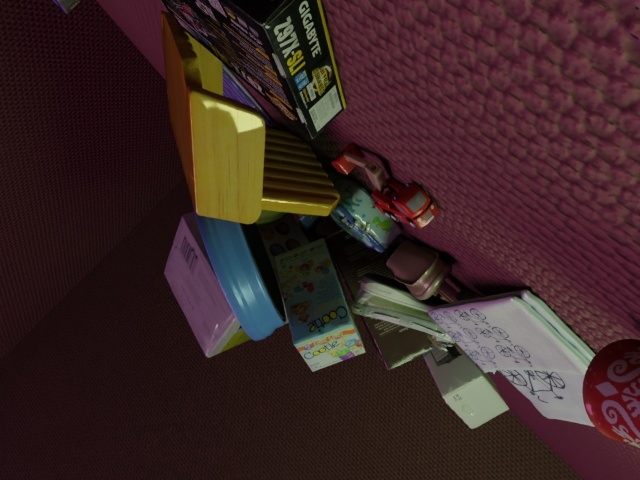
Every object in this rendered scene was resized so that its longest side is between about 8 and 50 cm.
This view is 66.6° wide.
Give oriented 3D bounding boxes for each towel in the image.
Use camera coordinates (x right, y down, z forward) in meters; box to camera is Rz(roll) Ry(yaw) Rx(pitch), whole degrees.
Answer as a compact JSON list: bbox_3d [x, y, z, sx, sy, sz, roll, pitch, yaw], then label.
[{"bbox_3d":[-0.263,-0.413,1.320,0.243,0.040,0.336,45,177,-30],"label":"towel"}]

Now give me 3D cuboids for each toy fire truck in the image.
[{"bbox_3d":[0.101,-0.094,0.806,0.135,0.047,0.192,47,175,-23],"label":"toy fire truck"}]

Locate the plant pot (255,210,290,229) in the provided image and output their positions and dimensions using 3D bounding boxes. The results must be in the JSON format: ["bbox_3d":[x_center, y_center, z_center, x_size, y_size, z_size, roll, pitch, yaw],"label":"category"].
[{"bbox_3d":[-0.143,-0.171,1.295,0.276,0.276,0.254,45,165,-14],"label":"plant pot"}]

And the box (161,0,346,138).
[{"bbox_3d":[-0.120,-0.302,0.627,0.322,0.079,0.257,43,179,17],"label":"box"}]

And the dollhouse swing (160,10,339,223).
[{"bbox_3d":[-0.119,-0.236,0.933,0.346,0.305,0.315,-117,27,-44],"label":"dollhouse swing"}]

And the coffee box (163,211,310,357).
[{"bbox_3d":[-0.240,0.102,1.514,0.337,0.334,0.338,58,142,18],"label":"coffee box"}]

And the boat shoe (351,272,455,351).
[{"bbox_3d":[0.229,0.177,1.096,0.321,0.103,0.118,23,-170,7],"label":"boat shoe"}]

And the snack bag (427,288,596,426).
[{"bbox_3d":[0.382,0.227,0.873,0.342,0.037,0.323,44,162,-1],"label":"snack bag"}]

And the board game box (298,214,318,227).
[{"bbox_3d":[-0.004,-0.089,1.406,0.035,0.136,0.201,44,176,0],"label":"board game box"}]

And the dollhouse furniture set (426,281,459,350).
[{"bbox_3d":[0.294,0.180,1.251,0.144,0.123,0.151,43,177,24],"label":"dollhouse furniture set"}]

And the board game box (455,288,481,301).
[{"bbox_3d":[0.375,0.176,1.068,0.154,0.026,0.103,45,177,-12],"label":"board game box"}]

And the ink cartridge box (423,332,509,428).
[{"bbox_3d":[0.401,0.360,1.446,0.226,0.131,0.306,47,-166,-35],"label":"ink cartridge box"}]

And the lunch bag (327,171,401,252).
[{"bbox_3d":[0.081,-0.063,1.125,0.176,0.090,0.219,43,179,-26],"label":"lunch bag"}]

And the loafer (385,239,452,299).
[{"bbox_3d":[0.196,0.055,1.057,0.092,0.102,0.268,39,178,-8],"label":"loafer"}]

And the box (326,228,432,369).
[{"bbox_3d":[0.152,0.141,1.341,0.381,0.143,0.191,64,178,5],"label":"box"}]

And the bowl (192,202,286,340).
[{"bbox_3d":[-0.172,0.025,1.076,0.391,0.077,0.391,159,90,-88],"label":"bowl"}]

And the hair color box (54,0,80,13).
[{"bbox_3d":[-0.452,-0.540,0.709,0.339,0.185,0.110,45,175,-20],"label":"hair color box"}]

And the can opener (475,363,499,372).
[{"bbox_3d":[0.461,0.316,1.325,0.074,0.093,0.280,41,180,33],"label":"can opener"}]

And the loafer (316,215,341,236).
[{"bbox_3d":[0.038,-0.052,1.567,0.319,0.111,0.112,43,177,28],"label":"loafer"}]

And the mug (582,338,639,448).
[{"bbox_3d":[0.371,0.159,0.461,0.169,0.150,0.113,162,98,-82],"label":"mug"}]

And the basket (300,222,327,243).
[{"bbox_3d":[0.000,0.000,1.692,0.204,0.227,0.154,45,177,-22],"label":"basket"}]

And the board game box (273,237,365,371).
[{"bbox_3d":[-0.005,0.155,1.209,0.142,0.144,0.275,66,-175,-46],"label":"board game box"}]
